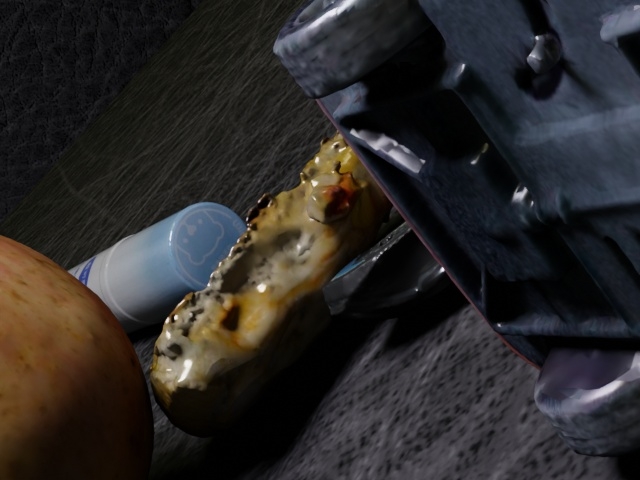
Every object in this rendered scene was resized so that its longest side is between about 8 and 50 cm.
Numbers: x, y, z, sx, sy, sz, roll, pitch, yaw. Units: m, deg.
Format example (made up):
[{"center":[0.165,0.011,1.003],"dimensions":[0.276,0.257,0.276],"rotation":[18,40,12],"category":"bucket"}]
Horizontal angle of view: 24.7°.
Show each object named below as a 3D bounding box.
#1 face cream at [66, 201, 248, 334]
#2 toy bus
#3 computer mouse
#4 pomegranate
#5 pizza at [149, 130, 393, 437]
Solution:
[{"center":[-0.146,0.032,1.220],"dimensions":[0.250,0.077,0.077],"rotation":[-23,27,55],"category":"face cream"},{"center":[0.172,-0.073,0.435],"dimensions":[0.233,0.203,0.427],"rotation":[-42,14,-20],"category":"toy bus"},{"center":[0.063,0.005,0.804],"dimensions":[0.135,0.047,0.079],"rotation":[-39,4,-2],"category":"computer mouse"},{"center":[-0.248,0.140,0.827],"dimensions":[0.322,0.322,0.322],"rotation":[-41,16,14],"category":"pomegranate"},{"center":[0.000,0.000,0.893],"dimensions":[0.297,0.071,0.189],"rotation":[-55,-8,-23],"category":"pizza"}]
